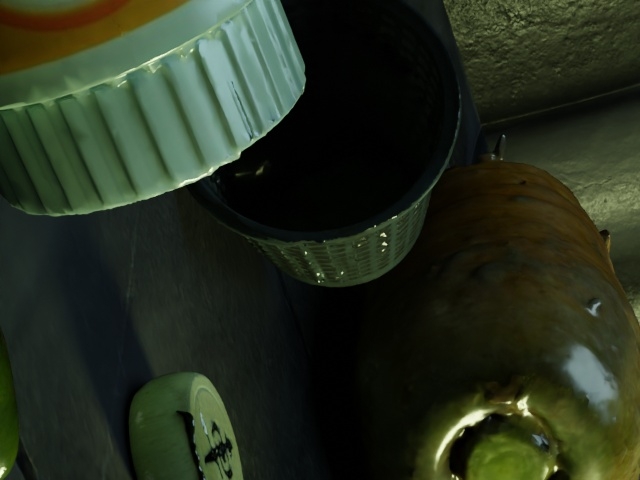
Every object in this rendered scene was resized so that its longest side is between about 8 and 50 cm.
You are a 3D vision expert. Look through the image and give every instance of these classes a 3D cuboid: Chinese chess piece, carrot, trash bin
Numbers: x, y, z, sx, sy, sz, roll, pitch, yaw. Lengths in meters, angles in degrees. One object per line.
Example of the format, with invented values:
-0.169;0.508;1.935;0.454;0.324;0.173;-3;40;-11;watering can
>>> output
-0.064;0.105;0.851;0.084;0.034;0.084;-15;90;-79;Chinese chess piece
0.130;0.083;1.311;0.341;0.224;0.224;-89;159;-65;carrot
0.002;-0.049;1.085;0.161;0.175;0.175;78;1;-67;trash bin

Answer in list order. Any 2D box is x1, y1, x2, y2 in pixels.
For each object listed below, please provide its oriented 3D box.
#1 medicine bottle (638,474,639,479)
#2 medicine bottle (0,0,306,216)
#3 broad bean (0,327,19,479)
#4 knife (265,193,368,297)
0.227;0.292;1.411;0.306;0.245;0.245;-66;139;-71;medicine bottle
-0.121;-0.175;0.662;0.158;0.158;0.318;-83;153;-61;medicine bottle
-0.154;-0.026;0.586;0.065;0.046;0.254;-111;-177;-82;broad bean
0.002;0.000;1.312;0.293;0.020;0.043;44;35;-69;knife
